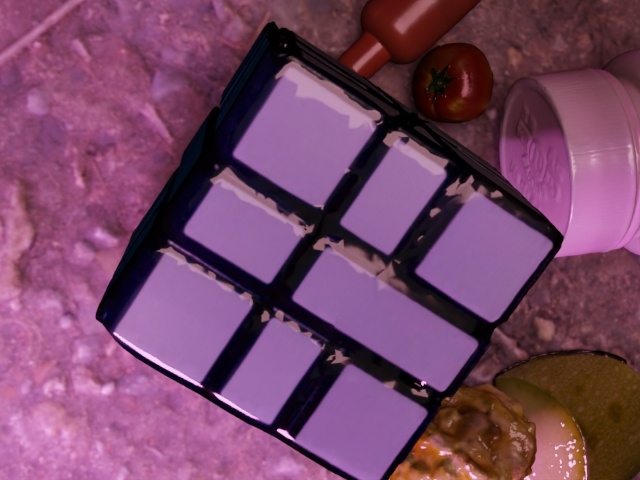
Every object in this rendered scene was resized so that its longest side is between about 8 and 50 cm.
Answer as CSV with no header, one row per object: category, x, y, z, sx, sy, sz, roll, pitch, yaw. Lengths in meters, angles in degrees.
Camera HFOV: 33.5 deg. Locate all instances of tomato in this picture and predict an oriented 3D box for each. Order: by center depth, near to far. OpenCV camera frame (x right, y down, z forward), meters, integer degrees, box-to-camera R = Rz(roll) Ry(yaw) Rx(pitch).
tomato,0.140,-0.161,1.095,0.075,0.087,0.087,-1,96,-46

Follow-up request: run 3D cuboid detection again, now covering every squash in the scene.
squash,0.297,0.214,1.150,0.184,0.085,0.191,-14,98,-9

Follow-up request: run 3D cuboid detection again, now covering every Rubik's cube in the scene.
Rubik's cube,0.000,0.000,0.953,0.293,0.288,0.283,30,103,-9

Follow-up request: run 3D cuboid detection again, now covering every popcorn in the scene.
popcorn,0.142,0.216,1.089,0.142,0.173,0.173,23,90,5

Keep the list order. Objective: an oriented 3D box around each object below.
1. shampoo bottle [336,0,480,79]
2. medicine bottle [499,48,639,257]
shampoo bottle,0.097,-0.238,1.079,0.244,0.085,0.085,-42,100,-3
medicine bottle,0.392,-0.096,1.078,0.379,0.213,0.213,-9,96,-11
